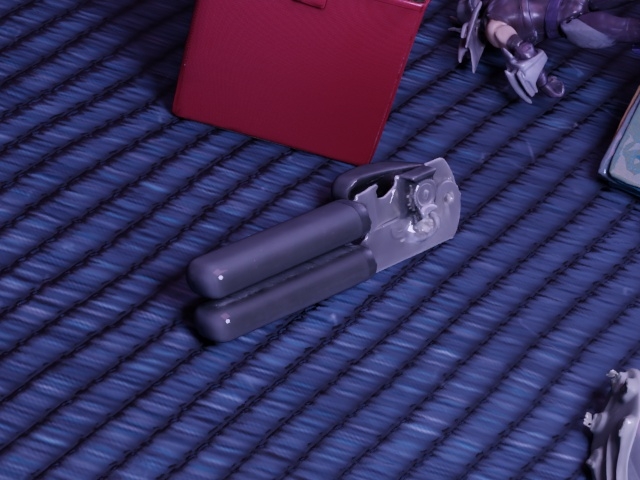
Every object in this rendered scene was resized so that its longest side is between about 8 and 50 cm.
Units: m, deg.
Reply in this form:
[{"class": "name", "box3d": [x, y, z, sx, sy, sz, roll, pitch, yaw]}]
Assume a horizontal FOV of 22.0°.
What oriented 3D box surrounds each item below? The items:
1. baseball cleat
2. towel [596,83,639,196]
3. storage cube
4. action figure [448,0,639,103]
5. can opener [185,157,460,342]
[{"class": "baseball cleat", "box3d": [0.257, 0.195, 1.252, 0.109, 0.072, 0.206, 24, 48, -14]}, {"class": "towel", "box3d": [0.453, -0.141, 1.573, 0.271, 0.040, 0.370, 26, 62, 8]}, {"class": "storage cube", "box3d": [-0.009, -0.210, 1.456, 0.215, 0.193, 0.184, 15, 45, -4]}, {"class": "action figure", "box3d": [0.248, -0.213, 1.565, 0.285, 0.099, 0.185, 3, 60, 32]}, {"class": "can opener", "box3d": [0.000, 0.000, 1.361, 0.283, 0.076, 0.095, -23, 25, -33]}]
